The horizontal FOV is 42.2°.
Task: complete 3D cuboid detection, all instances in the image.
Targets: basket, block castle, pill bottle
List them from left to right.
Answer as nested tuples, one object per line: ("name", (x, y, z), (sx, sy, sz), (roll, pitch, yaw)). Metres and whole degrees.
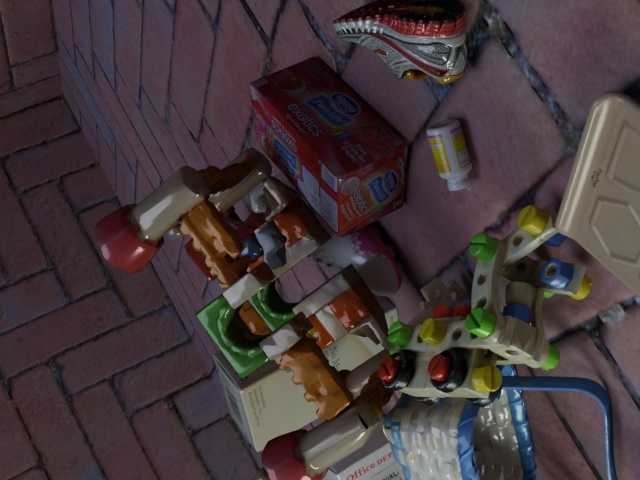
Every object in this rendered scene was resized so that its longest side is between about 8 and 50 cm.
("block castle", (-0.091, 0.106, 1.190), (0.453, 0.212, 0.303), (53, -157, 0))
("pill bottle", (0.163, -0.106, 1.033), (0.043, 0.043, 0.083), (15, 127, 63))
("basket", (0.245, 0.279, 1.096), (0.288, 0.201, 0.255), (3, 118, 35))

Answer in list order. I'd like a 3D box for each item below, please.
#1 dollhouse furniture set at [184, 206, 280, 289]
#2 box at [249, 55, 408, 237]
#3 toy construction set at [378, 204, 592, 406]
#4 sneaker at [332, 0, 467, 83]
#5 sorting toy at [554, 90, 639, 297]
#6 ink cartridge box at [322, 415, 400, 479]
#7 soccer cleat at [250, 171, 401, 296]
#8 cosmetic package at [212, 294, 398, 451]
("dollhouse furniture set", (-0.120, 0.109, 1.864), (0.374, 0.152, 0.201), (54, 163, -22))
("box", (0.009, -0.145, 1.243), (0.257, 0.122, 0.128), (49, 156, 35))
("toy construction set", (0.180, 0.094, 1.017), (0.151, 0.215, 0.327), (21, 161, -10))
("sneaker", (0.090, -0.237, 1.000), (0.225, 0.088, 0.093), (32, 144, 55))
("sorting toy", (0.323, -0.017, 0.773), (0.208, 0.038, 0.193), (45, 152, 33))
("ink cartridge box", (0.096, 0.493, 1.686), (0.168, 0.171, 0.233), (19, 131, 62))
("soccer cleat", (0.000, 0.000, 1.400), (0.331, 0.143, 0.116), (47, 153, 39))
("cosmetic package", (-0.016, 0.213, 1.447), (0.113, 0.309, 0.160), (41, 150, 47))
